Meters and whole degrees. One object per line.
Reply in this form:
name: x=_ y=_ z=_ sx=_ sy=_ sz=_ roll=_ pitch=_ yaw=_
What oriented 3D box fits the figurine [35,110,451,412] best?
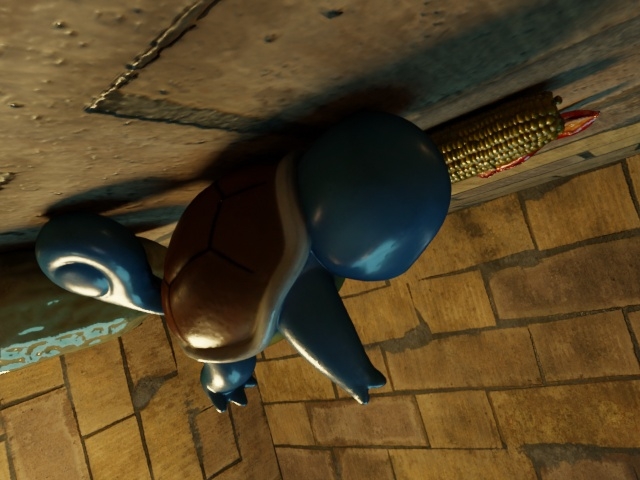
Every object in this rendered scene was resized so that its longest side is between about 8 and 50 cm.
figurine: x=-0.067 y=0.016 z=0.480 sx=0.417 sy=0.242 sz=0.297 roll=-14 pitch=-140 yaw=16

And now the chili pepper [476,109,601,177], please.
chili pepper: x=0.290 y=-0.142 z=0.683 sx=0.268 sy=0.059 sz=0.050 roll=-26 pitch=-153 yaw=56

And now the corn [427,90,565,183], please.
corn: x=0.171 y=-0.107 z=0.521 sx=0.208 sy=0.068 sz=0.068 roll=-20 pitch=174 yaw=29

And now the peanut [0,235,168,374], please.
peanut: x=-0.341 y=0.076 z=0.587 sx=0.313 sy=0.152 sz=0.152 roll=-13 pitch=176 yaw=-25
